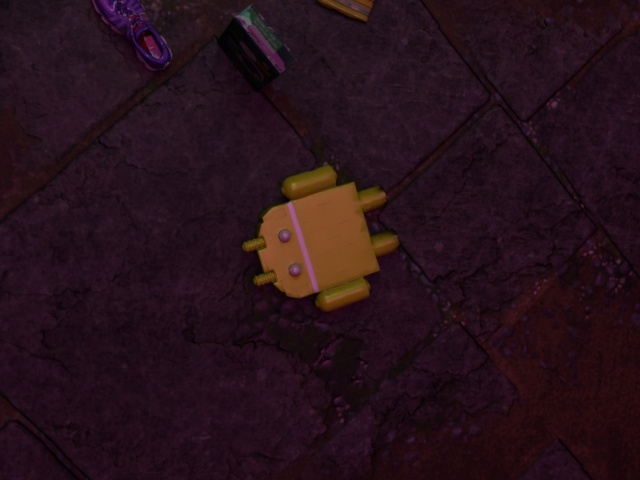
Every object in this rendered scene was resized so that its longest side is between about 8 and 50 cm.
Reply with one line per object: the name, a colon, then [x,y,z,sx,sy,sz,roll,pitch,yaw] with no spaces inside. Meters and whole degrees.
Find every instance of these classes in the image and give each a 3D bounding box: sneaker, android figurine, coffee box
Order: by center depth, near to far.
coffee box: [-0.106,-0.306,1.290,0.040,0.184,0.113,-42,100,-11]
sneaker: [-0.299,-0.353,1.297,0.068,0.071,0.170,-44,101,-8]
android figurine: [0.000,0.000,1.402,0.272,0.056,0.248,-17,98,-14]

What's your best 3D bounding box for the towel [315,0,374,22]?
towel: [0.073,-0.509,1.407,0.102,0.021,0.237,20,88,-20]
